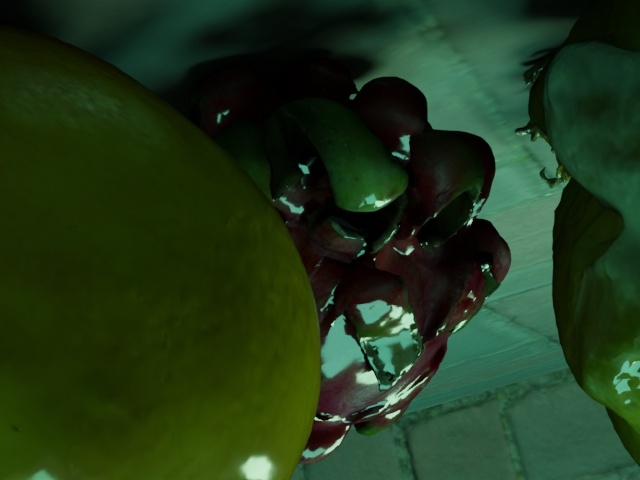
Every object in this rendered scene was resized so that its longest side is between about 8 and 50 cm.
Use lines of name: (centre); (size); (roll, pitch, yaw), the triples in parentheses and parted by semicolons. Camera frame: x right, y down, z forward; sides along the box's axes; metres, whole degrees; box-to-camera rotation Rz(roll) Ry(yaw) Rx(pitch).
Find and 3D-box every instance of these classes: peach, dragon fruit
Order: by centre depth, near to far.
peach: (-0.156, 0.040, 0.742); (0.289, 0.308, 0.289); (-33, -153, 20)
dragon fruit: (-0.001, -0.004, 0.962); (0.218, 0.198, 0.272); (18, 134, -15)

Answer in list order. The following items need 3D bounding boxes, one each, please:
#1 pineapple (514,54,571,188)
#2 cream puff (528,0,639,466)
pineapple: (0.174, -0.082, 1.105); (0.116, 0.069, 0.137); (-24, 176, 18)
cream puff: (0.257, -0.003, 0.935); (0.378, 0.378, 0.275); (-7, 165, -36)
